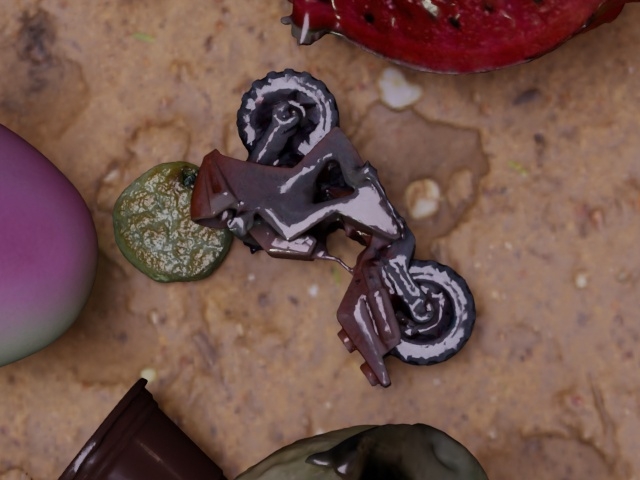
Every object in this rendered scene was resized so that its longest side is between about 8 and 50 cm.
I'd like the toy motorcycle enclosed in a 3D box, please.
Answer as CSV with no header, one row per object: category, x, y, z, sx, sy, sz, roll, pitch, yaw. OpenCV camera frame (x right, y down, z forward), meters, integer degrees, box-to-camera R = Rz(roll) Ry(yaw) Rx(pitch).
toy motorcycle,0.000,0.000,0.988,0.118,0.084,0.212,-35,81,-3

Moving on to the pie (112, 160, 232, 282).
pie,-0.095,-0.010,1.042,0.085,0.017,0.085,-2,80,11

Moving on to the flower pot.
flower pot,-0.110,0.155,0.985,0.089,0.111,0.111,38,91,-1

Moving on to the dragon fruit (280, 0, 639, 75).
dragon fruit,0.084,-0.295,0.906,0.386,0.371,0.249,38,55,15

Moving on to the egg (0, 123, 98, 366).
egg,-0.273,-0.005,0.995,0.271,0.196,0.196,7,83,-3

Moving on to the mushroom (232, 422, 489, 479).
mushroom,-0.009,0.220,0.731,0.164,0.189,0.267,-7,86,33
